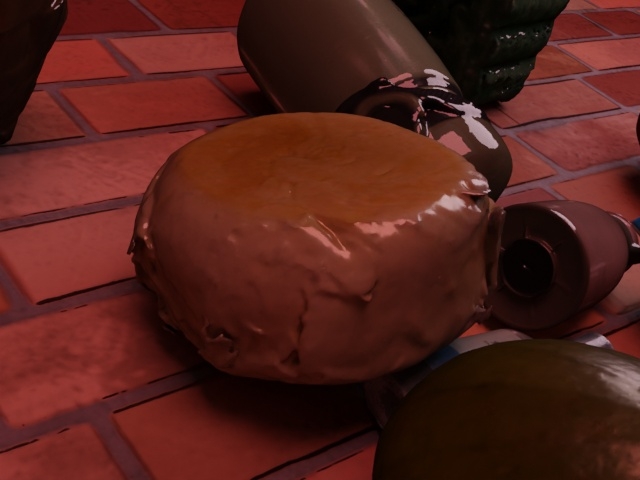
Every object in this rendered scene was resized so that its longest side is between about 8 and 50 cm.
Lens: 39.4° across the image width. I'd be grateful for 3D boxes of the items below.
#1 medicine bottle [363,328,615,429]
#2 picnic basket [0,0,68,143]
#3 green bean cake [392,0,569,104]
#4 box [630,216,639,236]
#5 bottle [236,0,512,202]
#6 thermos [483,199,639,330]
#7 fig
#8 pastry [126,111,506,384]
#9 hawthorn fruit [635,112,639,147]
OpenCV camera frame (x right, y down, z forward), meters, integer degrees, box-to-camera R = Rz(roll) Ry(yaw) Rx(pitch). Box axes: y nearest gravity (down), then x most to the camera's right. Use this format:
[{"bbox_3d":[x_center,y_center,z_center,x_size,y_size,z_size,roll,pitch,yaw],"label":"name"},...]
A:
[{"bbox_3d":[0.135,0.105,0.661,0.208,0.054,0.090,-8,38,-32],"label":"medicine bottle"},{"bbox_3d":[-0.351,-0.257,0.672,0.337,0.337,0.293,13,3,-7],"label":"picnic basket"},{"bbox_3d":[0.151,-0.353,1.106,0.169,0.300,0.308,-19,49,-43],"label":"green bean cake"},{"bbox_3d":[0.373,0.054,0.779,0.139,0.073,0.194,41,18,-37],"label":"box"},{"bbox_3d":[0.051,-0.133,0.870,0.168,0.168,0.347,-5,43,-31],"label":"bottle"},{"bbox_3d":[0.211,0.007,0.808,0.137,0.105,0.193,16,17,35],"label":"thermos"},{"bbox_3d":[0.145,0.136,0.479,0.203,0.225,0.203,17,54,-25],"label":"fig"},{"bbox_3d":[-0.002,0.000,0.643,0.264,0.133,0.265,2,24,-1],"label":"pastry"},{"bbox_3d":[0.479,-0.127,1.037,0.215,0.215,0.250,2,32,-23],"label":"hawthorn fruit"}]
